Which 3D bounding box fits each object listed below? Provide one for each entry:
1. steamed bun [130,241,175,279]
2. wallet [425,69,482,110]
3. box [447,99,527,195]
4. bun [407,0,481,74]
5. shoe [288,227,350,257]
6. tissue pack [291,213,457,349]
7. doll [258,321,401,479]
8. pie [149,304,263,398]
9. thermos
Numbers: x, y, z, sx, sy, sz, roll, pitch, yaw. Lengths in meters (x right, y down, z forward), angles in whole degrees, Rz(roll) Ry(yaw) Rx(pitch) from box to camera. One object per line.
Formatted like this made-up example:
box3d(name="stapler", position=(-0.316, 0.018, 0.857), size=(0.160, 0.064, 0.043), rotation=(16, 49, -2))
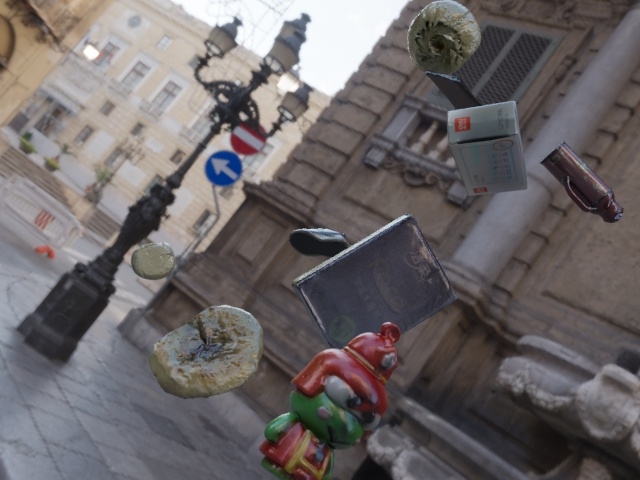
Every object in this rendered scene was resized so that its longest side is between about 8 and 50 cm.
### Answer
box3d(name="steamed bun", position=(-0.504, 0.064, 1.853), size=(0.091, 0.129, 0.113), rotation=(171, -96, -81))
box3d(name="wallet", position=(0.474, -0.489, 2.087), size=(0.146, 0.030, 0.285), rotation=(26, -2, 43))
box3d(name="box", position=(0.349, -0.181, 1.254), size=(0.134, 0.079, 0.269), rotation=(-6, -21, 21))
box3d(name="bun", position=(0.415, -0.697, 2.127), size=(0.259, 0.152, 0.260), rotation=(13, -56, 21))
box3d(name="shoe", position=(0.000, 0.000, 2.269), size=(0.227, 0.099, 0.112), rotation=(11, 26, 5))
box3d(name="tissue pack", position=(0.153, 0.142, 1.743), size=(0.288, 0.394, 0.124), rotation=(61, -10, -6))
box3d(name="doll", position=(0.032, 0.300, 1.160), size=(0.183, 0.363, 0.160), rotation=(47, -12, -22))
box3d(name="pie", position=(-0.201, 0.213, 1.147), size=(0.185, 0.218, 0.052), rotation=(34, -39, 28))
box3d(name="thermos", position=(0.924, -0.190, 2.142), size=(0.330, 0.109, 0.136), rotation=(49, 27, 8))
